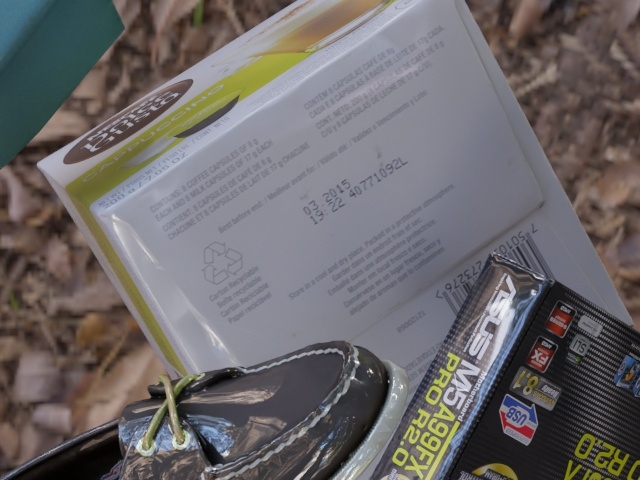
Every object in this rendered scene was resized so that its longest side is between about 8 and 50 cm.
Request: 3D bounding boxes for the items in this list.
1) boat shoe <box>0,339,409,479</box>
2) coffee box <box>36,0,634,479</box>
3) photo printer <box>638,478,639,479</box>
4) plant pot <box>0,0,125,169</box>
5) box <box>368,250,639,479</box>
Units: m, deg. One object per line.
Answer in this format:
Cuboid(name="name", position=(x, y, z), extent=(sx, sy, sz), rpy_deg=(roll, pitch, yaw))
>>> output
Cuboid(name="boat shoe", position=(-0.064, 0.098, 0.730), extent=(0.069, 0.228, 0.081), rpy_deg=(44, 32, -22))
Cuboid(name="coffee box", position=(0.000, 0.000, 1.485), extent=(0.338, 0.334, 0.338), rpy_deg=(-33, 107, -10))
Cuboid(name="photo printer", position=(0.291, 0.270, 0.921), extent=(0.107, 0.256, 0.307), rpy_deg=(-10, 15, -21))
Cuboid(name="plant pot", position=(-0.296, -0.140, 1.316), extent=(0.166, 0.165, 0.234), rpy_deg=(33, 80, 10))
Cuboid(name="box", position=(0.165, 0.154, 1.230), extent=(0.060, 0.270, 0.216), rpy_deg=(27, 88, 45))
